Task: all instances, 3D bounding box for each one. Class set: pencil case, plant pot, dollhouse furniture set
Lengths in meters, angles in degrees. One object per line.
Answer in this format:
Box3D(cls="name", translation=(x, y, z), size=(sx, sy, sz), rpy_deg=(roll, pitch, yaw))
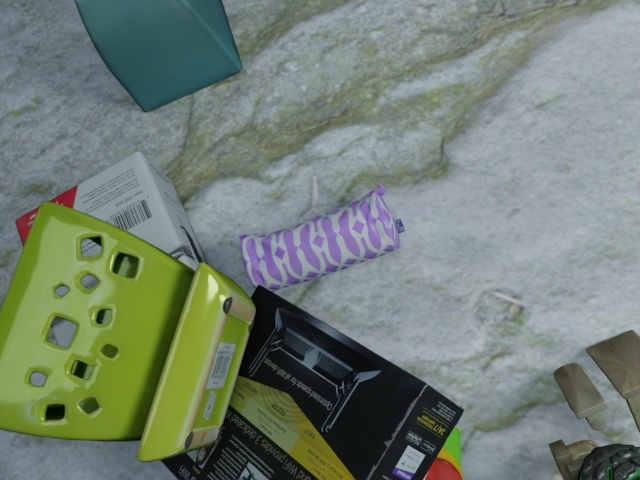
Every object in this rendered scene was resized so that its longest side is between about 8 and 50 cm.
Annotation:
Box3D(cls="pencil case", translation=(0.000, 0.000, 1.020), size=(0.206, 0.086, 0.088), rpy_deg=(-20, 75, 9))
Box3D(cls="plant pot", translation=(-0.239, -0.324, 1.109), size=(0.165, 0.234, 0.165), rpy_deg=(-21, 69, 8))
Box3D(cls="plant pot", translation=(-0.196, 0.109, 0.852), size=(0.207, 0.228, 0.227), rpy_deg=(15, 81, 8))
Box3D(cls="dollhouse furniture set", translation=(0.325, 0.212, 0.896), size=(0.144, 0.123, 0.151), rpy_deg=(-24, 103, 7))

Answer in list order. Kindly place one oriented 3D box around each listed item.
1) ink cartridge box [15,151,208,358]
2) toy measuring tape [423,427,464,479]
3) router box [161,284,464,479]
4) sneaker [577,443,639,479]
Box3D(cls="ink cartridge box", translation=(-0.252, 0.055, 1.058), size=(0.197, 0.114, 0.273), rpy_deg=(-28, 68, 5))
Box3D(cls="toy measuring tape", translation=(0.096, 0.335, 0.869), size=(0.121, 0.121, 0.330), rpy_deg=(-2, 72, 15))
Box3D(cls="router box", translation=(-0.028, 0.213, 0.896), size=(0.309, 0.081, 0.243), rpy_deg=(26, 80, 49))
Box3D(cls="sneaker", translation=(0.337, 0.365, 0.770), size=(0.134, 0.146, 0.344), rpy_deg=(-18, 72, -9))
